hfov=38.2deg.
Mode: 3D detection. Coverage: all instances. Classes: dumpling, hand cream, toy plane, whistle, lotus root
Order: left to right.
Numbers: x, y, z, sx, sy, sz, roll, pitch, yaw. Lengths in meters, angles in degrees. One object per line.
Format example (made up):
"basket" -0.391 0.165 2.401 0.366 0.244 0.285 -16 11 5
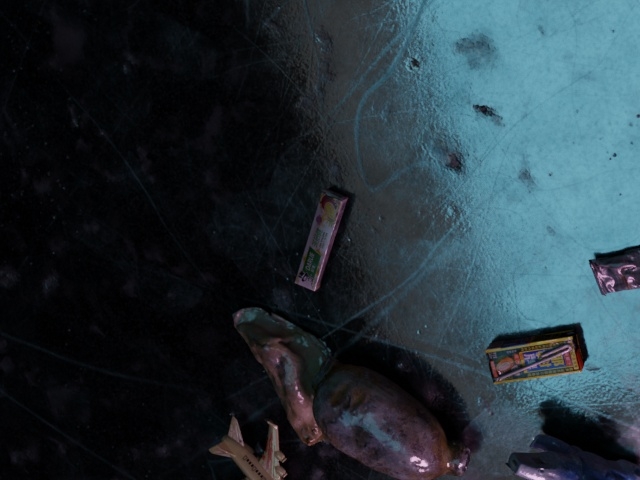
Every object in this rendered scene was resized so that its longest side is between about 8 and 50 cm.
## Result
"toy plane" -0.129 0.498 1.987 0.244 0.092 0.229 40 113 11
"dumpling" -0.058 0.272 1.910 0.166 0.086 0.332 -32 92 30
"lotus root" 0.125 0.367 1.802 0.350 0.175 0.175 31 113 15
"whistle" 0.464 0.421 1.657 0.269 0.180 0.093 15 108 -15
"hand cream" 0.587 0.037 1.572 0.248 0.052 0.075 -17 93 27

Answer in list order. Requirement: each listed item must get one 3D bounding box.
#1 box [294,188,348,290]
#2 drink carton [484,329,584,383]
"box" 0.000 0.000 1.842 0.050 0.041 0.207 23 111 16
"drink carton" 0.394 0.214 1.701 0.166 0.056 0.071 -14 99 26
